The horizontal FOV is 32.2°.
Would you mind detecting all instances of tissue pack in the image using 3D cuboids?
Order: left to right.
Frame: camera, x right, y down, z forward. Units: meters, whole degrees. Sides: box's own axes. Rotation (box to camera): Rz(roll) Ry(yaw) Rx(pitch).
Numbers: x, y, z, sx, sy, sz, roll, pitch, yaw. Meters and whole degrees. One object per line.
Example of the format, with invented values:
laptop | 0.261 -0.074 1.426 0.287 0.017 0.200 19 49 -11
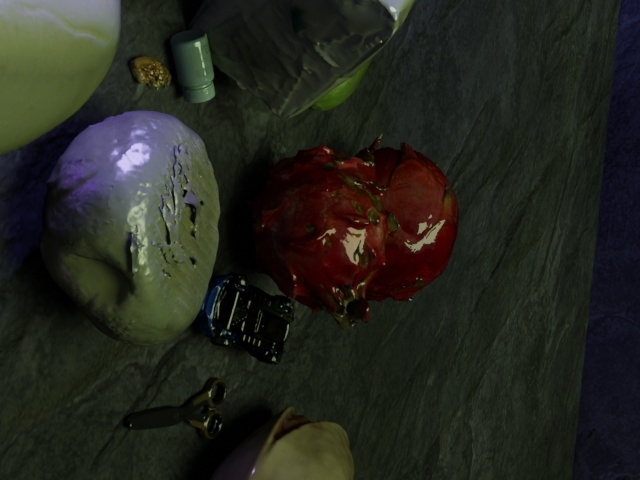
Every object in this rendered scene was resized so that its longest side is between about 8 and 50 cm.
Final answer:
tissue pack | 0.034 -0.375 1.423 0.207 0.297 0.380 40 57 -12

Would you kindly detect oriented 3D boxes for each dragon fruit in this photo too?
dragon fruit | 0.000 0.000 1.562 0.210 0.205 0.268 1 62 -34
dragon fruit | 0.109 -0.026 1.763 0.252 0.241 0.241 -60 148 -10

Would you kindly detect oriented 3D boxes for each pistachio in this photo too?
pistachio | -0.056 0.349 1.612 0.299 0.188 0.187 -42 134 -62

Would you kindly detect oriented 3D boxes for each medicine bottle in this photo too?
medicine bottle | -0.158 -0.217 1.385 0.047 0.047 0.083 -47 138 -46

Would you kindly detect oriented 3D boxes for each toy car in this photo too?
toy car | -0.109 0.109 1.566 0.216 0.063 0.103 31 71 -54

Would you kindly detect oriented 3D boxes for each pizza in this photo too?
pizza | -0.203 -0.201 1.339 0.083 0.016 0.037 23 84 -63

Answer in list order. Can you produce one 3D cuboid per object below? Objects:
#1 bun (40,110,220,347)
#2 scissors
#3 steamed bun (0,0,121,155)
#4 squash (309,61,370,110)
bun | -0.209 -0.019 1.235 0.273 0.168 0.272 4 90 -74
scissors | -0.193 0.235 1.499 0.220 0.017 0.088 5 95 -62
steamed bun | -0.337 -0.205 0.838 0.333 0.233 0.312 58 26 10
squash | 0.047 -0.343 1.661 0.370 0.118 0.118 -65 149 -30
